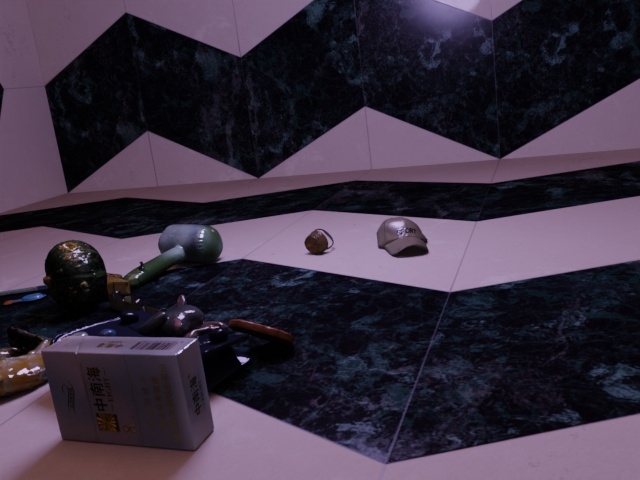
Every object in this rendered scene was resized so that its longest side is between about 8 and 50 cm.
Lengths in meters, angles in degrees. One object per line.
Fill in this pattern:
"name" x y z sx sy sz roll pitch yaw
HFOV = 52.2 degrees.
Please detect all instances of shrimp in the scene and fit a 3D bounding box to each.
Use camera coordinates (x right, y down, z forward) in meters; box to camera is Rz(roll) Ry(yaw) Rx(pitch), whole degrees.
"shrimp" -0.693 0.227 1.350 0.444 0.085 0.272 9 15 41

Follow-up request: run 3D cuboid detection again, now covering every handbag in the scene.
"handbag" -0.303 0.197 1.199 0.325 0.119 0.269 5 18 36

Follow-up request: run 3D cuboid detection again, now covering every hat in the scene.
"hat" 0.242 -0.016 1.836 0.146 0.085 0.175 -8 12 -6

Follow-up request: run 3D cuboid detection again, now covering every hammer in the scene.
"hammer" -0.452 0.049 1.915 0.206 0.119 0.335 0 21 33

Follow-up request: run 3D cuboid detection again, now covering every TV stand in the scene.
"TV stand" -0.441 0.160 1.576 0.042 0.036 0.249 -17 17 -40

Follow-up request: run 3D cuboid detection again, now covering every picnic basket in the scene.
"picnic basket" 0.000 0.000 1.931 0.072 0.072 0.083 5 27 41

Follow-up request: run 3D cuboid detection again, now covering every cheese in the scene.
"cheese" -0.816 0.162 1.805 0.111 0.017 0.047 -10 11 -11

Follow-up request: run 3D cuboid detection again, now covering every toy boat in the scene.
"toy boat" -0.582 0.120 1.777 0.200 0.057 0.077 3 11 39

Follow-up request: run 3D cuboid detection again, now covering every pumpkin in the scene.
"pumpkin" -0.624 0.088 1.660 0.190 0.191 0.146 3 11 37

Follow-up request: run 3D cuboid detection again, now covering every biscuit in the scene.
"biscuit" -0.111 0.174 1.249 0.130 0.019 0.102 18 -16 -11

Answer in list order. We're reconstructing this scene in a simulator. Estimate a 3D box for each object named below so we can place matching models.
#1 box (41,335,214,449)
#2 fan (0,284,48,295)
"box" -0.290 0.225 0.983 0.242 0.156 0.067 -3 13 20
"fan" -0.863 0.143 1.909 0.193 0.016 0.038 -9 11 -5
